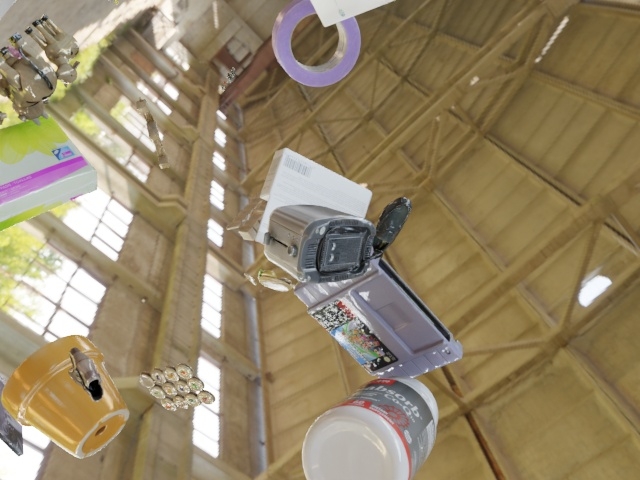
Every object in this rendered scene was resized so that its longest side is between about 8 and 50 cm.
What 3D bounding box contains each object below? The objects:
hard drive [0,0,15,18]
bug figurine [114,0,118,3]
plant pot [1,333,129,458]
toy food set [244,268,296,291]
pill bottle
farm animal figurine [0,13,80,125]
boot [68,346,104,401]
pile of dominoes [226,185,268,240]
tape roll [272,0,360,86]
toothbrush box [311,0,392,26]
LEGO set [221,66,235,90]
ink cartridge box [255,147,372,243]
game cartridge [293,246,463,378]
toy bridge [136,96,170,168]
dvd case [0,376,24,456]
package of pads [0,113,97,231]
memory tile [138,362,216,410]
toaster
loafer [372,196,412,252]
[{"bbox_3d":[-0.833,-0.520,1.325,0.233,0.047,0.353,-36,-179,22],"label":"hard drive"},{"bbox_3d":[-0.502,-0.732,1.545,0.278,0.216,0.072,-17,-141,20],"label":"bug figurine"},{"bbox_3d":[-0.499,0.329,1.250,0.205,0.188,0.205,-45,161,-20],"label":"plant pot"},{"bbox_3d":[-0.154,0.137,2.096,0.132,0.191,0.039,68,36,-67],"label":"toy food set"},{"bbox_3d":[0.124,0.407,1.284,0.210,0.210,0.363,-39,167,19],"label":"pill bottle"},{"bbox_3d":[-0.671,-0.365,1.411,0.330,0.172,0.326,-49,-152,-13],"label":"farm animal figurine"},{"bbox_3d":[-0.389,0.236,1.029,0.042,0.119,0.087,-30,-127,-26],"label":"boot"},{"bbox_3d":[-0.182,-0.103,2.068,0.195,0.040,0.251,8,-130,47],"label":"pile of dominoes"},{"bbox_3d":[-0.011,-0.444,1.364,0.189,0.189,0.080,-44,-154,9],"label":"tape roll"},{"bbox_3d":[0.044,-0.569,1.098,0.216,0.296,0.126,-13,-135,26],"label":"toothbrush box"},{"bbox_3d":[-0.286,-0.508,1.936,0.083,0.023,0.054,-46,-148,43],"label":"LEGO set"},{"bbox_3d":[-0.024,-0.068,1.645,0.066,0.296,0.261,-5,-116,60],"label":"ink cartridge box"},{"bbox_3d":[0.130,0.184,1.407,0.230,0.355,0.068,-34,-161,30],"label":"game cartridge"},{"bbox_3d":[-0.398,-0.261,1.456,0.026,0.188,0.063,-17,-131,-7],"label":"toy bridge"},{"bbox_3d":[-0.782,0.406,1.501,0.018,0.165,0.221,-31,-146,-11],"label":"dvd case"},{"bbox_3d":[-0.726,-0.165,1.465,0.296,0.229,0.101,-31,160,-34],"label":"package of pads"},{"bbox_3d":[-0.289,0.296,1.230,0.147,0.113,0.012,-18,-155,32],"label":"memory tile"},{"bbox_3d":[0.000,0.000,1.182,0.146,0.226,0.129,25,-69,43],"label":"toaster"},{"bbox_3d":[0.187,-0.027,1.708,0.223,0.076,0.078,-56,-158,38],"label":"loafer"}]
